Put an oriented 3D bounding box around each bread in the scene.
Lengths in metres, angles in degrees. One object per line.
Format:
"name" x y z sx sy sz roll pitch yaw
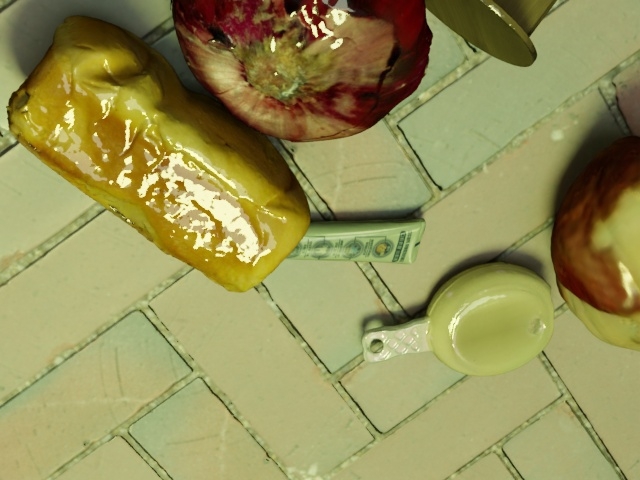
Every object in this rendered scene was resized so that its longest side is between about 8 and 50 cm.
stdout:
"bread" -0.150 -0.084 1.064 0.294 0.167 0.132 41 107 -18

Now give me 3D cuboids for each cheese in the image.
"cheese" 0.157 0.100 1.288 0.227 0.064 0.137 -11 113 -9

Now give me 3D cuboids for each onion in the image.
"onion" -0.011 -0.218 1.041 0.252 0.219 0.252 15 145 11

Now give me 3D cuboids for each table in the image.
"table" 0.208 -0.310 1.094 0.167 0.167 0.227 37 90 -25

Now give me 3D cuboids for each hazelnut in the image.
"hazelnut" 0.380 -0.010 1.232 0.261 0.241 0.261 -2 139 -2

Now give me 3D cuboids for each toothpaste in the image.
"toothpaste" 0.000 0.000 1.217 0.239 0.039 0.062 1 123 -16
